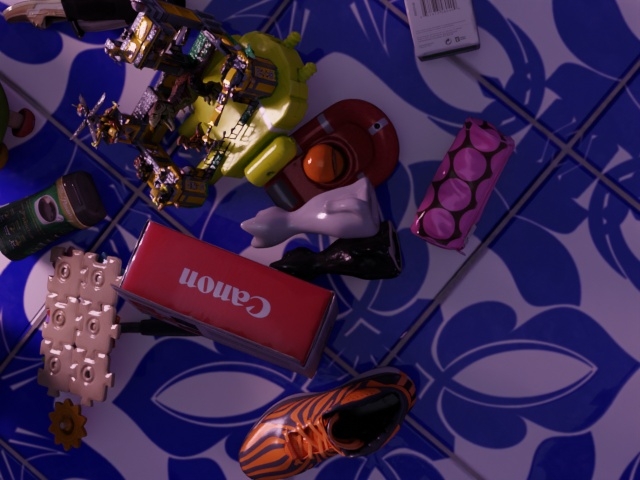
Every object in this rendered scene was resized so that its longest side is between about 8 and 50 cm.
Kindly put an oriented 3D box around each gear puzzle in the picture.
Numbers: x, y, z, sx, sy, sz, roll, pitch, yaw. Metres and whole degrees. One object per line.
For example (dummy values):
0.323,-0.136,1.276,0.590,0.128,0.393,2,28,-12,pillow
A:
-0.392,0.183,1.815,0.175,0.044,0.338,8,93,33,gear puzzle

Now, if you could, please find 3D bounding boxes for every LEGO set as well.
-0.244,-0.213,1.666,0.331,0.192,0.255,-49,58,27,LEGO set

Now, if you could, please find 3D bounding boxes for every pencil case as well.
0.228,-0.085,1.713,0.098,0.095,0.209,32,103,40,pencil case

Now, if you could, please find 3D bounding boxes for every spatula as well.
-0.328,0.147,1.844,0.297,0.030,0.084,-2,90,9,spatula

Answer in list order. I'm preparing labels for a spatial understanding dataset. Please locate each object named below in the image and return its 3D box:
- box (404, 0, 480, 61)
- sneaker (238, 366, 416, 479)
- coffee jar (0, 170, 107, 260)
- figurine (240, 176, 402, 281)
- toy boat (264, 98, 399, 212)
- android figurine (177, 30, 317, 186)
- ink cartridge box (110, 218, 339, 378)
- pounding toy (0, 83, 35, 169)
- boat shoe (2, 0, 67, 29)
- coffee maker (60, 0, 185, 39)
0.190,-0.339,1.699,0.101,0.087,0.102,-11,93,9,box
-0.002,0.300,1.731,0.321,0.180,0.124,-30,89,10,sneaker
-0.452,-0.042,1.823,0.184,0.079,0.096,-24,83,10,coffee jar
0.000,0.000,1.705,0.210,0.215,0.092,-13,57,14,figurine
0.013,-0.122,1.711,0.231,0.151,0.151,-36,89,10,toy boat
-0.113,-0.214,1.715,0.273,0.056,0.248,-42,61,29,android figurine
-0.137,0.090,1.679,0.310,0.272,0.130,21,80,6,ink cartridge box
-0.545,-0.155,1.807,0.183,0.110,0.236,-31,50,38,pounding toy
-0.460,-0.374,1.813,0.135,0.050,0.045,-9,88,9,boat shoe
-0.314,-0.397,1.729,0.178,0.171,0.120,-2,78,7,coffee maker
